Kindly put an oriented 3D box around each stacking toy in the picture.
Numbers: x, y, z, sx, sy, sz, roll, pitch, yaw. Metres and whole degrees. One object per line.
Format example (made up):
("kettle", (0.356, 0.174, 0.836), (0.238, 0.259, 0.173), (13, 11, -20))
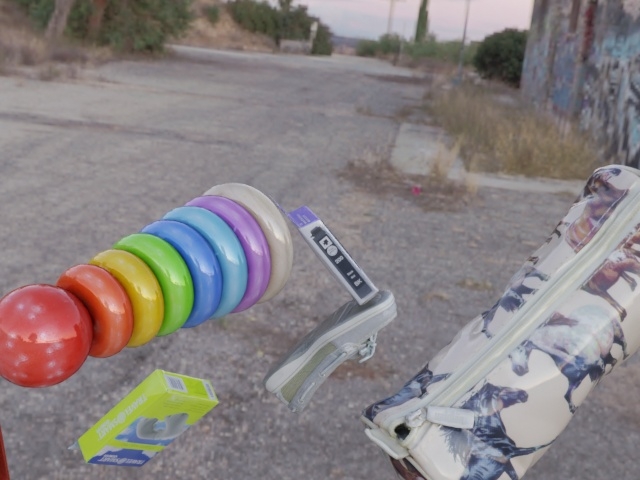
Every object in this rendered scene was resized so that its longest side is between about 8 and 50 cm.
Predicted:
("stacking toy", (-0.170, 0.050, 0.796), (0.141, 0.141, 0.330), (13, 25, 30))

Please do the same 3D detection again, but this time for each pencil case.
("pencil case", (0.227, 0.101, 0.842), (0.160, 0.410, 0.183), (43, -4, 25))

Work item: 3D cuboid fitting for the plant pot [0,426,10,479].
("plant pot", (-0.779, 0.387, 1.535), (0.235, 0.267, 0.267), (24, 36, 28))

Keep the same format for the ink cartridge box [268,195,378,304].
("ink cartridge box", (0.000, 0.000, 1.358), (0.208, 0.045, 0.206), (50, -1, -11))

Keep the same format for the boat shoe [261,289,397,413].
("boat shoe", (0.027, 0.199, 1.466), (0.103, 0.320, 0.118), (47, 27, -4))

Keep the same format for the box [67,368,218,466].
("box", (-0.237, 0.246, 1.099), (0.109, 0.178, 0.042), (28, 25, -54))
